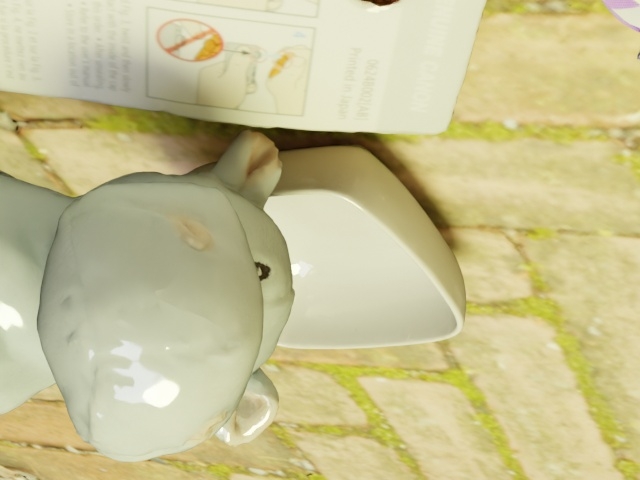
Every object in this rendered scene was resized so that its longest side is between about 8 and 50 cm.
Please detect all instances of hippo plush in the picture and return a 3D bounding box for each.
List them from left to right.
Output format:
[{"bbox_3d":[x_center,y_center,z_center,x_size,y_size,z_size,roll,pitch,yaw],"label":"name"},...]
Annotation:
[{"bbox_3d":[-0.135,0.053,0.753,0.236,0.234,0.294,9,-175,0],"label":"hippo plush"}]

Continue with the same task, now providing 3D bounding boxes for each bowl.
[{"bbox_3d":[0.000,0.000,0.862,0.142,0.053,0.142,-6,141,35],"label":"bowl"}]

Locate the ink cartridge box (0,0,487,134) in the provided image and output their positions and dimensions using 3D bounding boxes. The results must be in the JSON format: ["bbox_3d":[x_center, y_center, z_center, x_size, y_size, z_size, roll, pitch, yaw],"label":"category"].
[{"bbox_3d":[-0.115,-0.178,0.635,0.385,0.091,0.308,6,149,-2],"label":"ink cartridge box"}]

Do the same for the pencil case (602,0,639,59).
[{"bbox_3d":[0.124,-0.154,0.521,0.088,0.086,0.206,20,149,18],"label":"pencil case"}]

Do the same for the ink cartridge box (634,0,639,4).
[{"bbox_3d":[0.068,-0.187,0.338,0.353,0.119,0.207,30,125,-17],"label":"ink cartridge box"}]
